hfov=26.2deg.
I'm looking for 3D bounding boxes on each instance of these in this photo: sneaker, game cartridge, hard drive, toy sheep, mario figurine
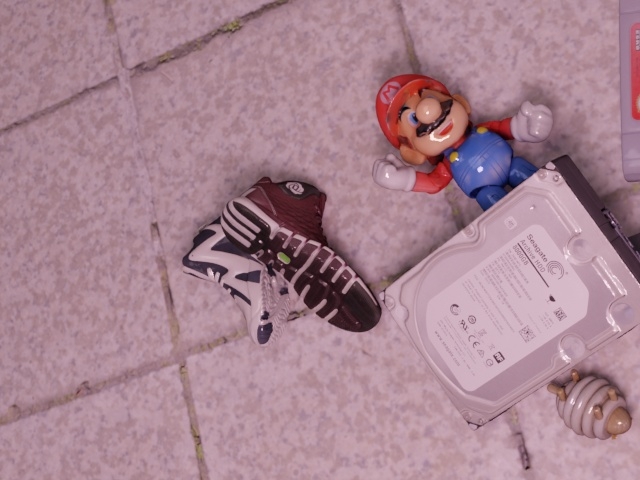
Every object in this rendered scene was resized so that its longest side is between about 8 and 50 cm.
[{"bbox_3d":[-0.139,0.063,2.098,0.153,0.094,0.235,-17,72,24],"label":"sneaker"},{"bbox_3d":[0.506,-0.230,1.859,0.196,0.060,0.294,-4,78,22],"label":"game cartridge"},{"bbox_3d":[0.261,0.076,1.822,0.339,0.064,0.237,-39,81,34],"label":"hard drive"},{"bbox_3d":[0.000,0.000,2.041,0.281,0.162,0.106,41,133,-3],"label":"sneaker"},{"bbox_3d":[0.356,0.218,1.822,0.132,0.091,0.091,32,95,39],"label":"toy sheep"},{"bbox_3d":[0.200,-0.126,1.913,0.320,0.198,0.170,40,137,21],"label":"mario figurine"}]

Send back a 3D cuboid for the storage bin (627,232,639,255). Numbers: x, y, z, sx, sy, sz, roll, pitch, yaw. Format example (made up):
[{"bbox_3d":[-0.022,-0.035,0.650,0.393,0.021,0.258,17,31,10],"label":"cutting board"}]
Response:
[{"bbox_3d":[0.454,0.035,1.815,0.135,0.098,0.091,-22,43,22],"label":"storage bin"}]
